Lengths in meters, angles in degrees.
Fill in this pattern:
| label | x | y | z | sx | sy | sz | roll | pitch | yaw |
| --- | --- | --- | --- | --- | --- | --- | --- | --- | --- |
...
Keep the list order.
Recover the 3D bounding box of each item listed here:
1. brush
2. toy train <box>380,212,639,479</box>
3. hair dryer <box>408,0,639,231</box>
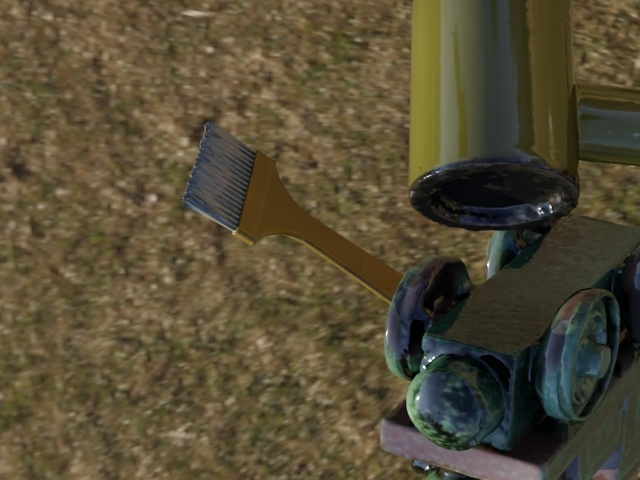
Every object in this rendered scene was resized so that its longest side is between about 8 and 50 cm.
| label | x | y | z | sx | sy | sz | roll | pitch | yaw |
| --- | --- | --- | --- | --- | --- | --- | --- | --- | --- |
| brush | 0.000 | 0.000 | 1.377 | 0.272 | 0.103 | 0.013 | 33 | 133 | -21 |
| toy train | 0.145 | 0.100 | 1.059 | 0.150 | 0.304 | 0.221 | 15 | 116 | 28 |
| hair dryer | 0.185 | -0.072 | 0.855 | 0.279 | 0.090 | 0.135 | 6 | 66 | -10 |
